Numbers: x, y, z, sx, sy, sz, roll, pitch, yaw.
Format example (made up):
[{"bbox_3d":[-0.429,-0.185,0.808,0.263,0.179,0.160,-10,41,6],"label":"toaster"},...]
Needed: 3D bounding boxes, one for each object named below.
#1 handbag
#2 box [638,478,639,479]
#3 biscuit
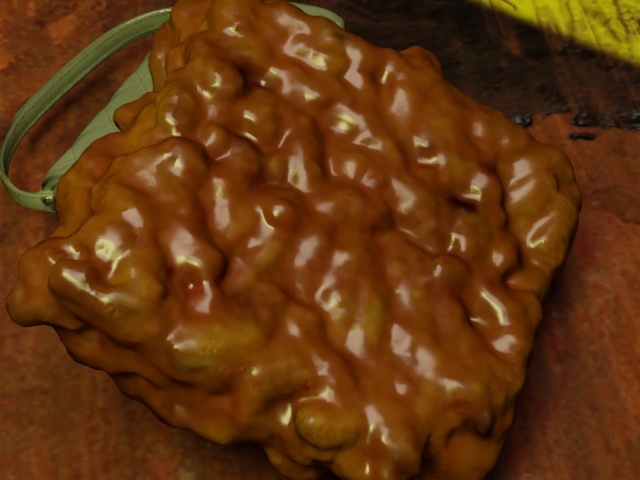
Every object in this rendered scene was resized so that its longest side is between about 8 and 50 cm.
[{"bbox_3d":[-0.112,-0.092,1.121,0.219,0.079,0.256,14,49,25],"label":"handbag"},{"bbox_3d":[0.300,0.189,0.752,0.328,0.178,0.253,-36,52,-24],"label":"box"},{"bbox_3d":[0.000,0.000,0.944,0.318,0.110,0.312,31,52,-6],"label":"biscuit"}]
